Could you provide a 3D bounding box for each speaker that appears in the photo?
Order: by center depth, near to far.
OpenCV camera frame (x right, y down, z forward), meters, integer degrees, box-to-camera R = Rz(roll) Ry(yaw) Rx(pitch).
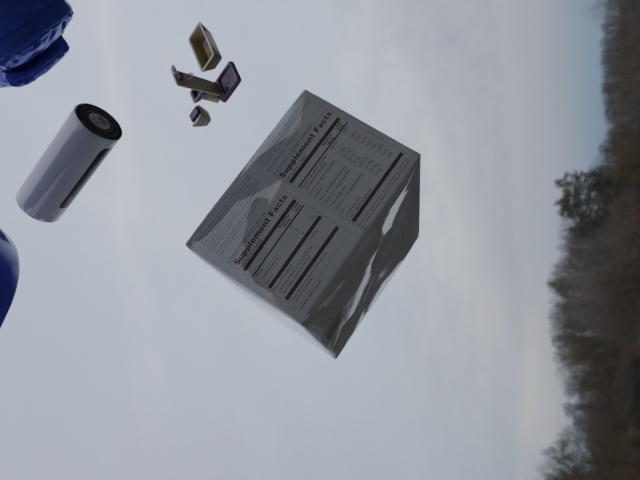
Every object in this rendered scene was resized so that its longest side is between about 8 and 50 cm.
[{"bbox_3d":[-0.274,-0.082,0.680,0.136,0.055,0.055,-44,-14,24],"label":"speaker"}]

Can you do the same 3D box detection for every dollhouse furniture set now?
[{"bbox_3d":[-0.172,-0.218,0.790,0.081,0.091,0.114,5,-129,-45],"label":"dollhouse furniture set"}]

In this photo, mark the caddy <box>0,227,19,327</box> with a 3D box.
[{"bbox_3d":[-0.407,0.058,0.491,0.179,0.242,0.341,64,-152,-49],"label":"caddy"}]

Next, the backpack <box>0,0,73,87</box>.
[{"bbox_3d":[-0.252,-0.177,0.500,0.098,0.120,0.101,-56,-50,-24],"label":"backpack"}]

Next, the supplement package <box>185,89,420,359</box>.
[{"bbox_3d":[0.000,0.000,0.719,0.204,0.145,0.262,-54,-18,-10],"label":"supplement package"}]
